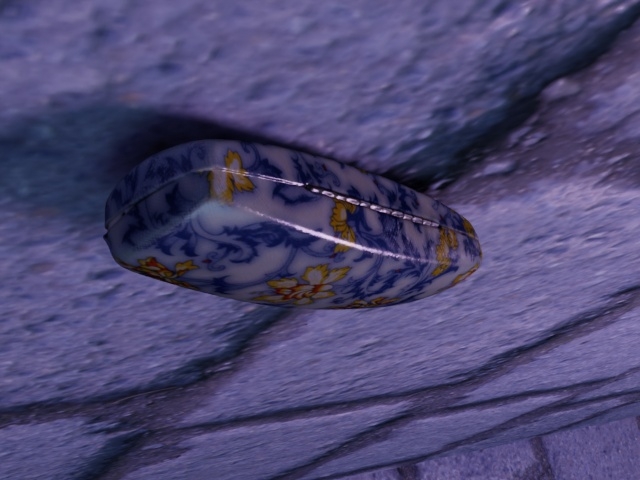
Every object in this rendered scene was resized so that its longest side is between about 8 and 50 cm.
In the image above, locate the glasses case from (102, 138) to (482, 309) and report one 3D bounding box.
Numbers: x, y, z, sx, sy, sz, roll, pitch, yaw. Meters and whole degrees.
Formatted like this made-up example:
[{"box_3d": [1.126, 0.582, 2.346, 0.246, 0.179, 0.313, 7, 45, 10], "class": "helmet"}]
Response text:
[{"box_3d": [0.000, 0.000, 0.439, 0.087, 0.065, 0.248, -30, 155, 30], "class": "glasses case"}]
